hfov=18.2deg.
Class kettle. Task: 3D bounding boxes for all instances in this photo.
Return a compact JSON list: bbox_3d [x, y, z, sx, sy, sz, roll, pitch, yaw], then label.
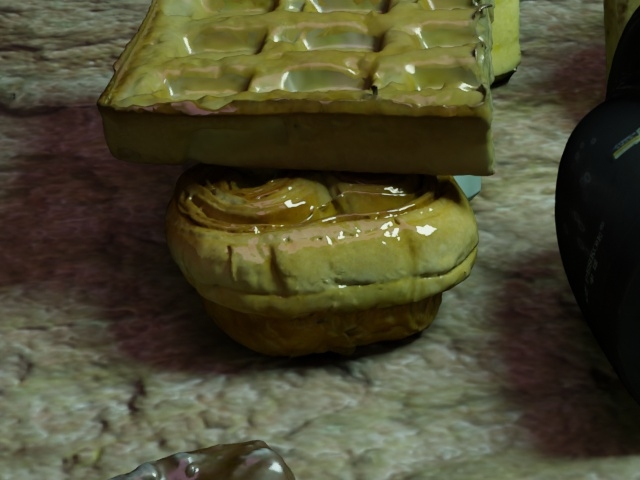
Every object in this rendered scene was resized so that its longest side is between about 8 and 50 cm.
[{"bbox_3d":[0.272,-0.042,1.450,0.207,0.268,0.290,-1,28,-11],"label":"kettle"}]

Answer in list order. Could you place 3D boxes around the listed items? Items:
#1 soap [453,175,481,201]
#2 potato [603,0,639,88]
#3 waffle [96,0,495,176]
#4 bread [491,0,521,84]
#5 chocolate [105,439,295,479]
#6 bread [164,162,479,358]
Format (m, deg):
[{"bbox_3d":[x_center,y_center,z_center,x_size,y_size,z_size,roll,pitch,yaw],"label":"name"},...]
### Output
[{"bbox_3d":[0.038,-0.094,1.699,0.198,0.119,0.066,17,34,28],"label":"soap"},{"bbox_3d":[0.377,-0.235,1.800,0.285,0.242,0.242,-15,27,12],"label":"potato"},{"bbox_3d":[-0.007,-0.156,1.611,0.304,0.077,0.348,1,29,7],"label":"waffle"},{"bbox_3d":[0.085,-0.281,1.896,0.163,0.264,0.168,-12,25,-23],"label":"bread"},{"bbox_3d":[-0.051,0.210,1.180,0.148,0.093,0.214,-16,33,-23],"label":"chocolate"},{"bbox_3d":[0.001,0.001,1.527,0.236,0.120,0.198,-7,28,-11],"label":"bread"}]
